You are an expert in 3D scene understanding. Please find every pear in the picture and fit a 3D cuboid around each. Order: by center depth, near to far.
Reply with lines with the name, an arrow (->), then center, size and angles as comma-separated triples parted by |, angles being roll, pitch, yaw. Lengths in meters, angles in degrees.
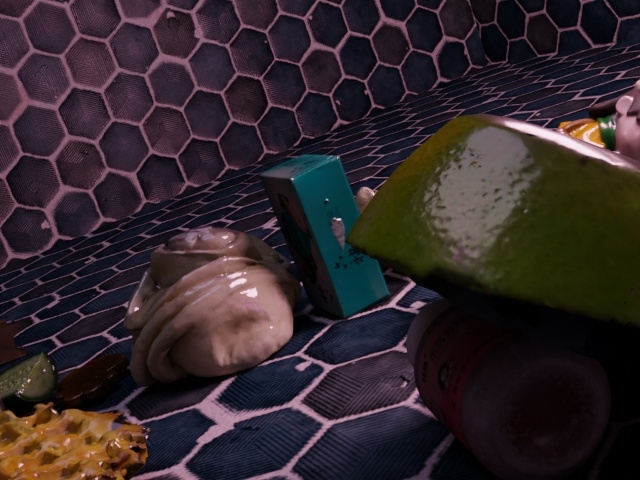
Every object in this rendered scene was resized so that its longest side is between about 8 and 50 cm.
pear -> 0.225, -0.010, 0.871 | 0.398, 0.165, 0.399 | 18, 5, -2

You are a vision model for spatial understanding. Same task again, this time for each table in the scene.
table -> -0.658, 0.211, 1.880 | 0.082, 0.083, 0.070 | -19, 15, -27

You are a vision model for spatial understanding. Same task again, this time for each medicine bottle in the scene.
medicine bottle -> 0.169, 0.132, 0.903 | 0.147, 0.147, 0.247 | -22, 14, -9

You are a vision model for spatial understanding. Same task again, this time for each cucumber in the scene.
cucumber -> -0.491, 0.249, 1.495 | 0.115, 0.062, 0.116 | -31, 23, 23

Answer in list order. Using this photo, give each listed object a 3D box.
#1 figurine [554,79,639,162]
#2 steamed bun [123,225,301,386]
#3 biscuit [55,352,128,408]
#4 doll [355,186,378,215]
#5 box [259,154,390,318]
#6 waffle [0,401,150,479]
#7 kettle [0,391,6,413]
figurine -> 0.513, -0.182, 1.569 | 0.332, 0.185, 0.204 | -4, 55, 36
steamed bun -> -0.180, 0.083, 1.447 | 0.268, 0.207, 0.280 | -15, 16, 15
biscuit -> -0.379, 0.234, 1.510 | 0.124, 0.026, 0.175 | -23, 13, 1
doll -> 0.199, -0.020, 1.529 | 0.278, 0.175, 0.149 | -7, 47, 26
box -> 0.005, -0.010, 1.466 | 0.092, 0.245, 0.153 | -25, 14, -19
waffle -> -0.396, 0.300, 1.075 | 0.379, 0.095, 0.382 | -7, 17, 10
kettle -> -0.594, 0.298, 1.321 | 0.255, 0.165, 0.240 | -30, -11, -39
